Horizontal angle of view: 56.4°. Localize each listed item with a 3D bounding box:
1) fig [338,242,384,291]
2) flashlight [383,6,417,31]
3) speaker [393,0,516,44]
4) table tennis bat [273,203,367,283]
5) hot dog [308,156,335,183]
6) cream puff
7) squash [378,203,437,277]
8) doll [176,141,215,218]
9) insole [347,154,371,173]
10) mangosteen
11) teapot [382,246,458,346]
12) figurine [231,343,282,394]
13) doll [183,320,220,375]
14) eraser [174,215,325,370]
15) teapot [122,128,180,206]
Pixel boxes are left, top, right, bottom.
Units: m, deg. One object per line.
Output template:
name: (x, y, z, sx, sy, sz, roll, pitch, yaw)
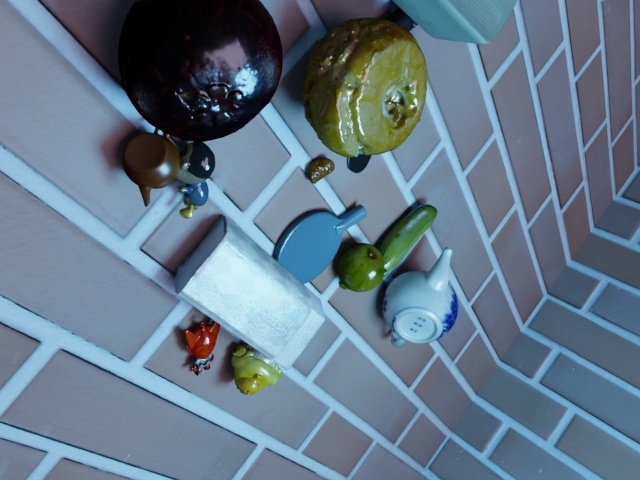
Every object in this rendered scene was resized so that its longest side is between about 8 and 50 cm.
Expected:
fig: (0.106, 0.088, 1.794, 0.142, 0.186, 0.148, 56, 35, -4)
flashlight: (0.217, -0.568, 1.514, 0.232, 0.093, 0.093, -40, 137, -18)
speaker: (0.266, -0.607, 1.348, 0.406, 0.184, 0.183, 22, 101, -43)
table tennis bat: (0.000, 0.000, 1.675, 0.329, 0.044, 0.215, -36, 135, -23)
hot dog: (-0.001, -0.183, 1.559, 0.083, 0.035, 0.058, -35, 135, -26)
cream puff: (0.091, -0.352, 1.395, 0.343, 0.231, 0.327, -50, 141, -13)
squash: (0.252, 0.002, 1.902, 0.341, 0.094, 0.094, -48, 140, -19)
doll: (-0.274, -0.135, 1.267, 0.102, 0.088, 0.179, -74, -176, -62)
insole: (0.170, -0.346, 1.663, 0.119, 0.009, 0.348, 25, 94, -50)
mangosteen: (-0.217, -0.333, 1.066, 0.297, 0.293, 0.297, -22, 167, -5)
teapot: (0.341, 0.205, 2.035, 0.280, 0.252, 0.424, -69, -176, -53)
figurine: (-0.159, 0.311, 1.639, 0.156, 0.131, 0.246, 36, 87, -17)
doll: (-0.298, 0.271, 1.513, 0.109, 0.057, 0.169, -23, 128, -39)
eraser: (-0.160, 0.140, 1.482, 0.213, 0.082, 0.397, -52, 126, -10)
teapot: (-0.328, -0.154, 1.186, 0.116, 0.116, 0.173, 37, 58, -51)
